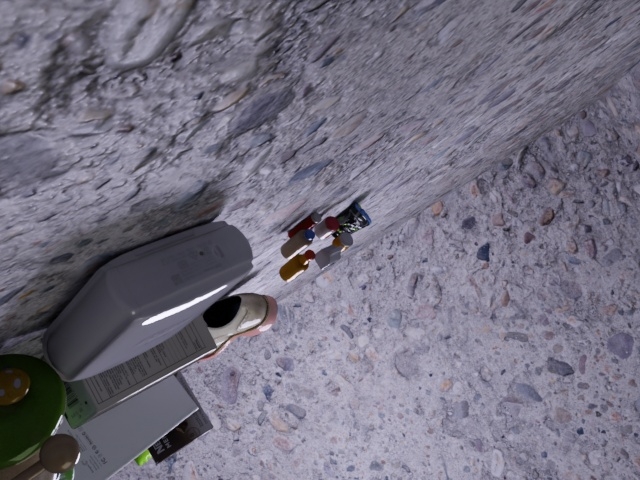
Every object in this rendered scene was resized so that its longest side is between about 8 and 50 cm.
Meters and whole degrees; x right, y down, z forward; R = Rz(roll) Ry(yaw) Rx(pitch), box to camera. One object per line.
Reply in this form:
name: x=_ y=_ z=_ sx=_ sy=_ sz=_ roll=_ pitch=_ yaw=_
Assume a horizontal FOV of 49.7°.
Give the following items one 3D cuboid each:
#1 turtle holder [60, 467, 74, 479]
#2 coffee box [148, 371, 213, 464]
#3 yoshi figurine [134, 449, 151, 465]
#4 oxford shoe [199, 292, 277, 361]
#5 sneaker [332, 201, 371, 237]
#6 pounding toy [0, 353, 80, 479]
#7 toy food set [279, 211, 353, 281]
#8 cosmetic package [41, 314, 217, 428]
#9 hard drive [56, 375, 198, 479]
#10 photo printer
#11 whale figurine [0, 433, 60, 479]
turtle holder: x=-0.575 y=0.380 z=1.194 sx=0.320 sy=0.243 sz=0.227 roll=-27 pitch=161 yaw=33
coffee box: x=-0.423 y=0.404 z=1.787 sx=0.168 sy=0.297 sz=0.119 roll=-30 pitch=173 yaw=-17
yoshi figurine: x=-0.541 y=0.527 z=1.999 sx=0.362 sy=0.203 sz=0.203 roll=-34 pitch=-171 yaw=-7
oxford shoe: x=-0.312 y=0.235 z=1.971 sx=0.397 sy=0.140 sz=0.147 roll=-30 pitch=144 yaw=28
sneaker: x=0.075 y=-0.042 z=1.787 sx=0.078 sy=0.067 sz=0.188 roll=-36 pitch=178 yaw=-21
pounding toy: x=-0.451 y=0.234 z=0.953 sx=0.183 sy=0.237 sz=0.110 roll=-24 pitch=142 yaw=-20
toy food set: x=0.000 y=0.000 z=1.561 sx=0.232 sy=0.111 sz=0.104 roll=-22 pitch=168 yaw=-45
cosmetic package: x=-0.372 y=0.225 z=1.358 sx=0.296 sy=0.153 sz=0.129 roll=-23 pitch=170 yaw=-47
hard drive: x=-0.509 y=0.426 z=1.670 sx=0.353 sy=0.233 sz=0.047 roll=-37 pitch=176 yaw=-18
photo printer: x=-0.277 y=0.104 z=1.075 sx=0.256 sy=0.107 sz=0.307 roll=-25 pitch=170 yaw=-48
whale figurine: x=-0.529 y=0.337 z=1.040 sx=0.272 sy=0.216 sz=0.141 roll=6 pitch=158 yaw=-4
